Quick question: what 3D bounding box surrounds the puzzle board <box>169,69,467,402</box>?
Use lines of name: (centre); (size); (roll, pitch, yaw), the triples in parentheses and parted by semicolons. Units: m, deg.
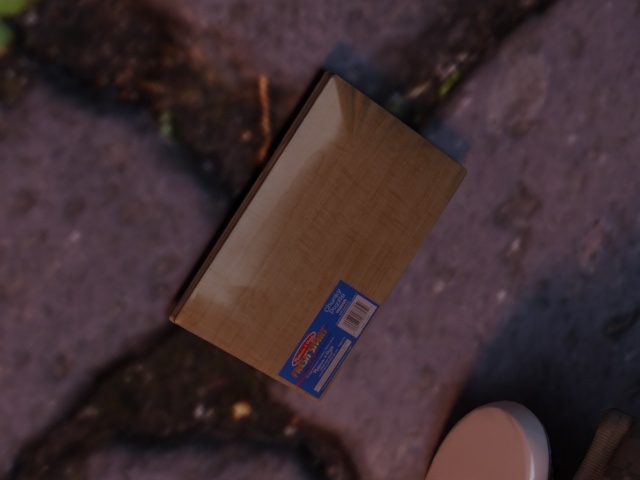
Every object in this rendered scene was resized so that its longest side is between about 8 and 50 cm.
puzzle board: (0.000, 0.000, 0.884); (0.096, 0.011, 0.128); (33, 90, -39)

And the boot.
boot: (0.096, 0.159, 0.987); (0.086, 0.069, 0.190); (-9, 122, -39)

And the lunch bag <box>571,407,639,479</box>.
lunch bag: (0.240, 0.231, 0.959); (0.169, 0.235, 0.287); (-58, 147, -15)
